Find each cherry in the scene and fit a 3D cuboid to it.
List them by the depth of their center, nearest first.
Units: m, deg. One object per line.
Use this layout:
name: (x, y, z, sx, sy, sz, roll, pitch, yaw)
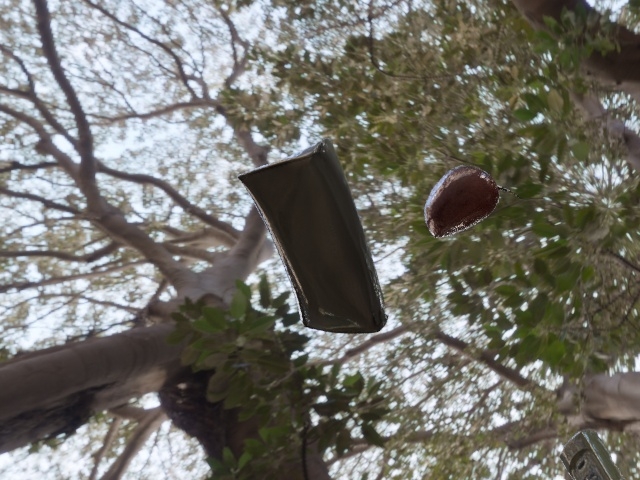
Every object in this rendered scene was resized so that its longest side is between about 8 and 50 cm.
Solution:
cherry: (0.212, -0.064, 1.090, 0.126, 0.106, 0.087, -31, -84, -21)

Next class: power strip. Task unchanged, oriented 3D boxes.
power strip: (0.507, 0.453, 1.271, 0.048, 0.286, 0.080, 8, -58, -20)

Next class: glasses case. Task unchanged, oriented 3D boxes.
glasses case: (-0.002, 0.001, 0.994, 0.128, 0.083, 0.308, -10, -55, 14)
